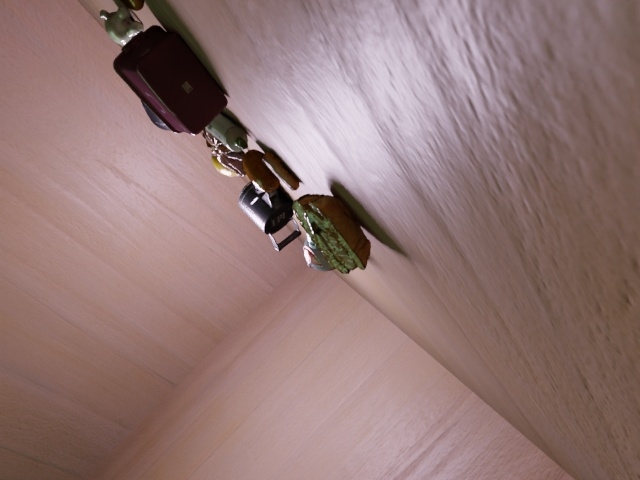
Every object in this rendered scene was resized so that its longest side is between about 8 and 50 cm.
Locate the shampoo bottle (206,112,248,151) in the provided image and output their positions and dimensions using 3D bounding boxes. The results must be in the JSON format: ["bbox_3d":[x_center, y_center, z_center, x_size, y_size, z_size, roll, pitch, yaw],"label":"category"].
[{"bbox_3d":[-0.337,-0.394,1.527,0.234,0.087,0.118,42,171,34],"label":"shampoo bottle"}]

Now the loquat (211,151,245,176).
[{"bbox_3d":[-0.447,-0.391,2.062,0.195,0.152,0.152,42,175,-4],"label":"loquat"}]

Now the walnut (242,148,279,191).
[{"bbox_3d":[-0.216,-0.257,1.503,0.207,0.116,0.116,53,179,25],"label":"walnut"}]

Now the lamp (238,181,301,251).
[{"bbox_3d":[-0.269,-0.169,2.072,0.272,0.205,0.374,35,153,37],"label":"lamp"}]

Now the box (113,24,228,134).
[{"bbox_3d":[-0.422,-0.457,1.220,0.167,0.193,0.294,28,164,44],"label":"box"}]

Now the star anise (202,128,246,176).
[{"bbox_3d":[-0.427,-0.426,1.822,0.292,0.109,0.349,50,160,20],"label":"star anise"}]

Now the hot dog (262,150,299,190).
[{"bbox_3d":[-0.137,-0.235,1.420,0.165,0.045,0.071,47,176,-19],"label":"hot dog"}]

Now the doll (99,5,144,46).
[{"bbox_3d":[-0.722,-0.765,1.514,0.155,0.113,0.275,45,175,-33],"label":"doll"}]

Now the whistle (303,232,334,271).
[{"bbox_3d":[0.000,0.000,1.599,0.189,0.189,0.348,41,163,38],"label":"whistle"}]

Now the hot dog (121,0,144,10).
[{"bbox_3d":[-0.490,-0.635,1.046,0.140,0.060,0.090,35,166,29],"label":"hot dog"}]

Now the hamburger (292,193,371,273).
[{"bbox_3d":[0.036,-0.035,1.176,0.124,0.131,0.262,-18,116,45],"label":"hamburger"}]

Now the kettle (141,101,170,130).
[{"bbox_3d":[-0.665,-0.637,1.836,0.268,0.207,0.290,16,164,0],"label":"kettle"}]
